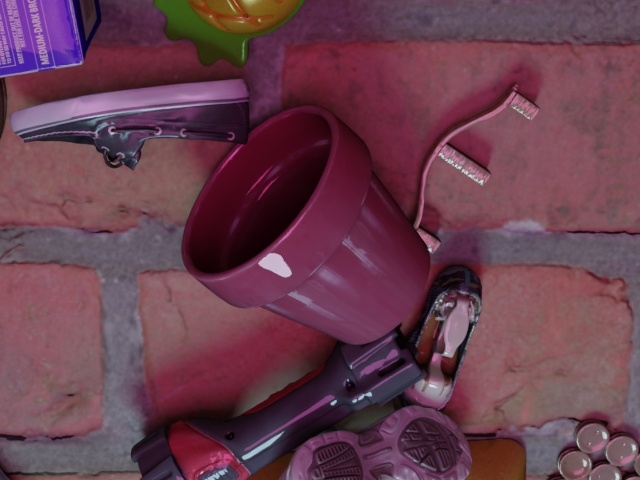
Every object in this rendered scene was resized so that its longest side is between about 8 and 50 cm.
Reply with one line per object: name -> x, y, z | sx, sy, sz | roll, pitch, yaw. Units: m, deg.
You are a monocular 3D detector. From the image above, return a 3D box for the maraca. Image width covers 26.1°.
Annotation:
maraca -> -0.080, -0.238, 1.273 | 0.127, 0.099, 0.185 | 38, 127, -4

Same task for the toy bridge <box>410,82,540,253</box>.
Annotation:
toy bridge -> 0.141, -0.079, 1.373 | 0.063, 0.026, 0.188 | 32, 103, -12

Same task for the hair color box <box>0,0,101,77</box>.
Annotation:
hair color box -> -0.375, -0.195, 1.218 | 0.339, 0.185, 0.110 | -7, 110, -1

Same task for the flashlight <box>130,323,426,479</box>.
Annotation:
flashlight -> -0.042, 0.174, 1.401 | 0.304, 0.103, 0.103 | -33, 77, 7

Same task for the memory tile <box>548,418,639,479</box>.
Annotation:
memory tile -> 0.301, 0.273, 1.505 | 0.113, 0.012, 0.148 | 23, 106, -10

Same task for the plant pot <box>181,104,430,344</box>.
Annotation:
plant pot -> 0.000, 0.000, 1.313 | 0.201, 0.201, 0.180 | -46, 121, 11

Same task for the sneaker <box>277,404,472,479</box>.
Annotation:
sneaker -> 0.047, 0.230, 1.404 | 0.232, 0.115, 0.090 | -2, 67, -33

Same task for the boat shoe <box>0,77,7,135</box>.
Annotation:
boat shoe -> -0.351, -0.076, 1.318 | 0.073, 0.073, 0.207 | 15, 105, -7

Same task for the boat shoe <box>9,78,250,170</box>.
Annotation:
boat shoe -> -0.178, -0.105, 1.315 | 0.229, 0.080, 0.076 | -8, 94, -9

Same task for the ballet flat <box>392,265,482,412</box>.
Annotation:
ballet flat -> 0.119, 0.118, 1.416 | 0.070, 0.070, 0.188 | 11, 107, -7

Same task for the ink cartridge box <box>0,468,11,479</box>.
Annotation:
ink cartridge box -> -0.424, 0.279, 1.434 | 0.186, 0.065, 0.311 | -35, 105, 8

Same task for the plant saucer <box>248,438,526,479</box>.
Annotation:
plant saucer -> 0.064, 0.390, 1.493 | 0.333, 0.081, 0.332 | -3, 109, -3
